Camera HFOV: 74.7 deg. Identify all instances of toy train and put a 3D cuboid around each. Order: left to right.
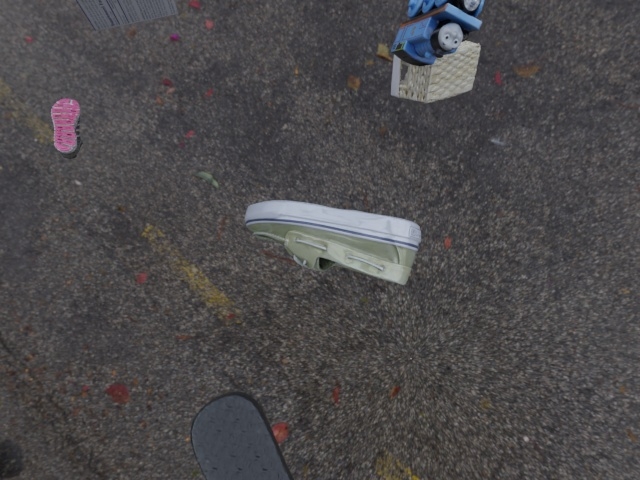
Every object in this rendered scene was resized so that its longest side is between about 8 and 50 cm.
[{"bbox_3d":[0.185,-0.342,0.672,0.080,0.184,0.105,15,105,-18],"label":"toy train"}]

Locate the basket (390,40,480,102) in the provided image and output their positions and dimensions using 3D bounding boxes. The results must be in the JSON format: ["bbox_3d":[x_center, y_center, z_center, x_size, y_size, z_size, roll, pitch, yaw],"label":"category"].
[{"bbox_3d":[0.250,-0.370,0.908,0.167,0.113,0.103,-23,42,-28],"label":"basket"}]

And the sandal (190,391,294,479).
[{"bbox_3d":[-0.086,0.478,0.724,0.168,0.107,0.445,-20,79,-9],"label":"sandal"}]

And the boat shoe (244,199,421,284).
[{"bbox_3d":[0.000,0.000,0.648,0.303,0.109,0.094,8,81,31],"label":"boat shoe"}]

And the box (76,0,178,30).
[{"bbox_3d":[-0.302,-0.395,0.630,0.137,0.126,0.072,-18,87,-10],"label":"box"}]

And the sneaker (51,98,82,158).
[{"bbox_3d":[-0.640,-0.279,1.062,0.063,0.075,0.170,-3,67,-23],"label":"sneaker"}]
